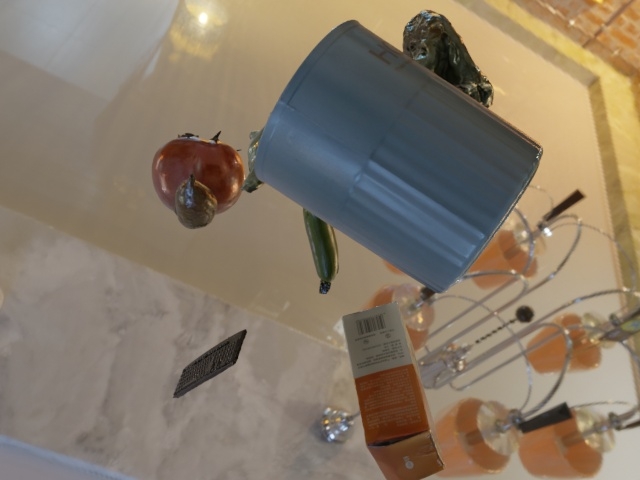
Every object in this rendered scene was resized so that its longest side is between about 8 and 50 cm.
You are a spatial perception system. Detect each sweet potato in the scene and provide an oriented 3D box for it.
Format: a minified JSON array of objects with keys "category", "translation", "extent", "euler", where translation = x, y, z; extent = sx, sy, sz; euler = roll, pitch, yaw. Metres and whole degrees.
[{"category":"sweet potato","translation":[-0.196,-0.044,0.971],"extent":[0.068,0.226,0.068],"euler":[2,-102,-8]}]

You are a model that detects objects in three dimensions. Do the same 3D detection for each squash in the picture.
[{"category":"squash","translation":[0.002,-0.001,1.557],"extent":[0.071,0.318,0.080],"euler":[22,-132,34]}]

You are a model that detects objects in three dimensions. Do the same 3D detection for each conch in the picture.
[{"category":"conch","translation":[-0.089,-0.180,1.180],"extent":[0.234,0.137,0.114],"euler":[-31,-82,-21]}]

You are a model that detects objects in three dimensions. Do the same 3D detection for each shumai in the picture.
[{"category":"shumai","translation":[0.187,-0.296,1.162],"extent":[0.222,0.203,0.272],"euler":[57,-163,16]}]

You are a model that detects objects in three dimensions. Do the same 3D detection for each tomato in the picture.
[{"category":"tomato","translation":[-0.339,-0.181,1.716],"extent":[0.255,0.256,0.224],"euler":[4,-99,-31]}]

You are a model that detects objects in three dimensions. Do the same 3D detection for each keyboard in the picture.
[{"category":"keyboard","translation":[-0.228,0.252,1.255],"extent":[0.017,0.250,0.087],"euler":[34,-134,-21]}]

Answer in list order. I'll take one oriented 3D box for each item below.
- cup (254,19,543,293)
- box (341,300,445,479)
[{"category":"cup","translation":[0.108,-0.098,0.885],"extent":[0.311,0.331,0.257],"euler":[35,-102,8]},{"category":"box","translation":[0.164,0.347,1.412],"extent":[0.143,0.225,0.341],"euler":[-16,-134,8]}]
